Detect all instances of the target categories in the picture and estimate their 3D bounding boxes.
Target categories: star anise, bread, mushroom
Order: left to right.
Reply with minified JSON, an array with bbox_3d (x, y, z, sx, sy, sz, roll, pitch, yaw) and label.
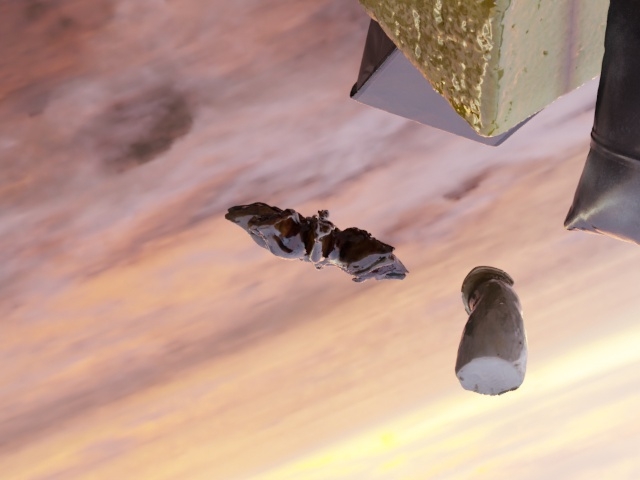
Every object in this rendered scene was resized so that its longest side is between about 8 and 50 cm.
[{"bbox_3d":[0.001,0.000,1.772,0.288,0.088,0.288,20,177,1],"label":"star anise"},{"bbox_3d":[0.166,-0.322,1.373,0.233,0.362,0.245,-31,144,-16],"label":"bread"},{"bbox_3d":[0.212,0.100,1.543,0.223,0.081,0.092,-79,-175,-59],"label":"mushroom"}]

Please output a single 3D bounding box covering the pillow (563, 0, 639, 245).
[{"bbox_3d":[0.325,-0.097,1.156,0.186,0.250,0.106,20,-152,32],"label":"pillow"}]

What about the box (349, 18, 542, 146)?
[{"bbox_3d":[0.198,-0.268,1.832,0.252,0.153,0.188,16,155,-17],"label":"box"}]
